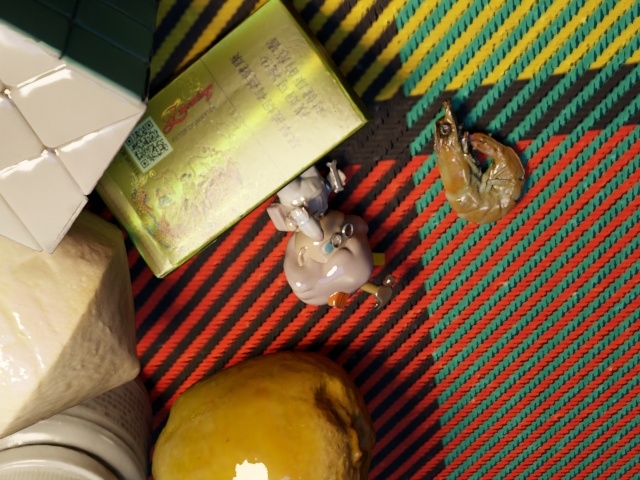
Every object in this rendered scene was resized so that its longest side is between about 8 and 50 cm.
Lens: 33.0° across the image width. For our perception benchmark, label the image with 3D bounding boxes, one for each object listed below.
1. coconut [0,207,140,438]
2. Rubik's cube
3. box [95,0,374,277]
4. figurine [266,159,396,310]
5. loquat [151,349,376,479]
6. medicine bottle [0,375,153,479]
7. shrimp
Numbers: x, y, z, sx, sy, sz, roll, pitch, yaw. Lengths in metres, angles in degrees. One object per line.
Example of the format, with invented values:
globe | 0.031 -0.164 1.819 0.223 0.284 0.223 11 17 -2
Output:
coconut | -0.347 0.076 1.233 0.329 0.329 0.329 -1 125 -2
Rubik's cube | -0.315 -0.167 1.098 0.231 0.224 0.221 28 120 -22
box | -0.112 -0.112 1.212 0.311 0.043 0.173 -36 88 19
figurine | 0.000 0.000 1.303 0.112 0.137 0.229 -1 128 37
loquat | -0.071 0.272 1.405 0.284 0.276 0.276 3 127 20
medicine bottle | -0.344 0.305 1.376 0.245 0.306 0.245 -1 125 -2
shrimp | 0.185 -0.092 1.290 0.099 0.041 0.180 -23 122 11
